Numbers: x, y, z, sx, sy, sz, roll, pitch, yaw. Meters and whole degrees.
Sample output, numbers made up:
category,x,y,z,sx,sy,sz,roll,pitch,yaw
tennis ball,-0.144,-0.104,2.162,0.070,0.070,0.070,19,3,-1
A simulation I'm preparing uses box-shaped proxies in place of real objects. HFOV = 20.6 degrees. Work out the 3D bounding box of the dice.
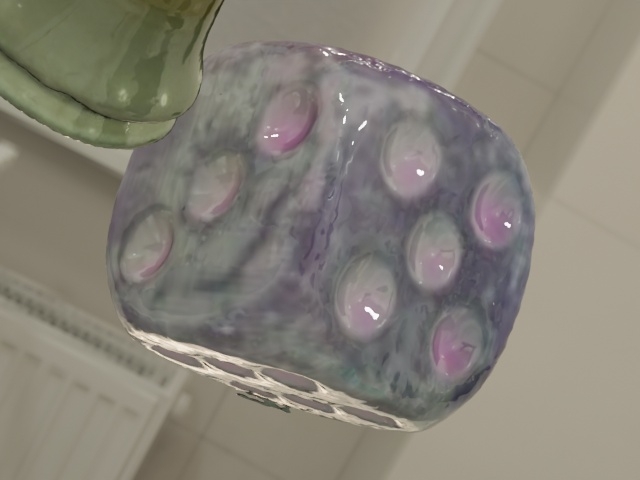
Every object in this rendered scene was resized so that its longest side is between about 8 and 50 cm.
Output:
category,x,y,z,sx,sy,sz,roll,pitch,yaw
dice,0.000,0.000,1.500,0.270,0.271,0.270,6,-17,46

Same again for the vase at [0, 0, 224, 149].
category,x,y,z,sx,sy,sz,roll,pitch,yaw
vase,-0.004,-0.175,0.596,0.173,0.321,0.173,30,33,-22
